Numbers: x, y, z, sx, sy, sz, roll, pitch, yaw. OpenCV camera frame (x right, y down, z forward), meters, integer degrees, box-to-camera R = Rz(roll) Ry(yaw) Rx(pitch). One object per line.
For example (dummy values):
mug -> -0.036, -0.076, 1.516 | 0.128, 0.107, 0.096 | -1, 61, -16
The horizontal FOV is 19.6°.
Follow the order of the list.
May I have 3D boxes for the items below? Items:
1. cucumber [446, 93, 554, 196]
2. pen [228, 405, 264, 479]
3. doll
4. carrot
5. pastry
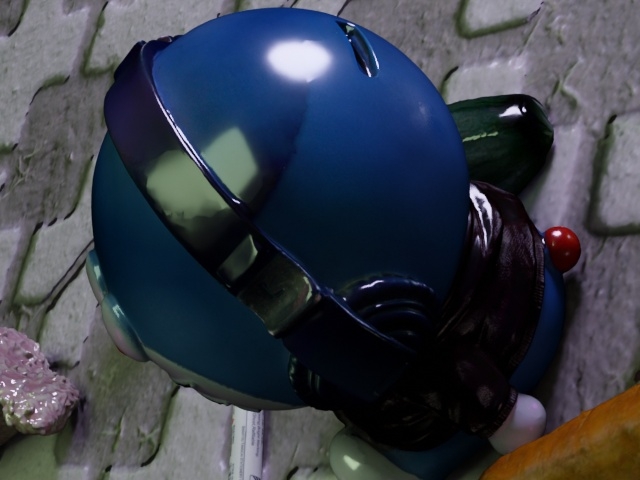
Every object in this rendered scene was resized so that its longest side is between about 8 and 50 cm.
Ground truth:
cucumber -> 0.054, -0.042, 1.279 | 0.244, 0.063, 0.115 | -28, 48, 37
pen -> -0.051, 0.111, 1.342 | 0.025, 0.025, 0.204 | -30, 45, 38
doll -> 0.000, 0.000, 1.100 | 0.240, 0.310, 0.284 | -48, 37, 17
carrot -> 0.146, 0.126, 1.039 | 0.205, 0.072, 0.072 | -26, 49, 45
pastry -> -0.309, 0.143, 1.585 | 0.265, 0.103, 0.112 | -21, 69, 36
